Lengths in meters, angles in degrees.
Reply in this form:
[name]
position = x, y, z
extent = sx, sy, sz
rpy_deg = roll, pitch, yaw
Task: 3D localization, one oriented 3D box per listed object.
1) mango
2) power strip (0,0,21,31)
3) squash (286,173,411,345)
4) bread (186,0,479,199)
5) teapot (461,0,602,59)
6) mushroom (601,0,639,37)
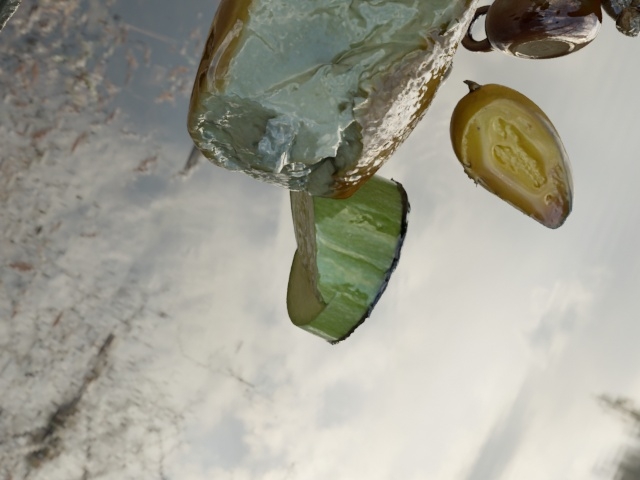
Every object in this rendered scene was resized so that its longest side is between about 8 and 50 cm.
[mango]
position = 0.202, -0.091, 1.163
extent = 0.101, 0.187, 0.066
rpy_deg = -39, -167, 17
[power strip]
position = -0.477, -0.290, 1.362
extent = 0.257, 0.092, 0.251
rpy_deg = -8, 162, -33
[squash]
position = 0.005, 0.012, 1.307
extent = 0.133, 0.220, 0.220
rpy_deg = 15, 101, -18
[bread]
position = 0.003, -0.177, 1.090
extent = 0.279, 0.225, 0.250
rpy_deg = -58, 176, -9
[teapot]
position = 0.325, -0.352, 1.724
extent = 0.178, 0.252, 0.135
rpy_deg = 16, 73, -49
[mushroom]
position = 0.463, -0.353, 1.630
extent = 0.227, 0.148, 0.217
rpy_deg = 75, 32, -49
